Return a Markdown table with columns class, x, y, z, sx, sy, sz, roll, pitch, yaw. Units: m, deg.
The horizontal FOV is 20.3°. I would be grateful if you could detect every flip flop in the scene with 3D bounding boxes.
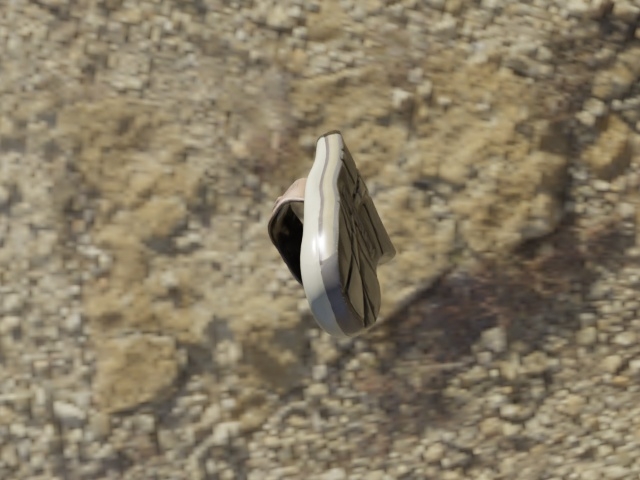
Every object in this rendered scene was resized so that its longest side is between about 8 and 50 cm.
| class | x | y | z | sx | sy | sz | roll | pitch | yaw |
| --- | --- | --- | --- | --- | --- | --- | --- | --- | --- |
| flip flop | 0.000 | 0.000 | 1.314 | 0.080 | 0.277 | 0.112 | -22 | 109 | 12 |
